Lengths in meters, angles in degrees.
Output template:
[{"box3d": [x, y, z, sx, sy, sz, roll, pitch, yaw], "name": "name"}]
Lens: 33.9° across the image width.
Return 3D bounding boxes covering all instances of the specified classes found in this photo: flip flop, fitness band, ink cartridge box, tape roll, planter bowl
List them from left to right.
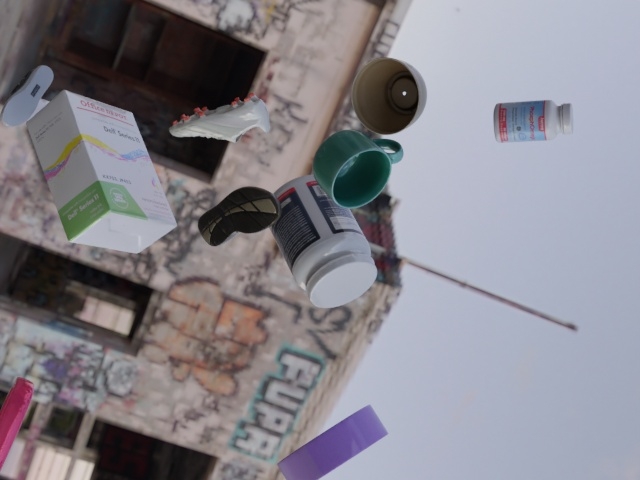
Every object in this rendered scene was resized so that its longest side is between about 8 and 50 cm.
[{"box3d": [-0.680, 0.433, 2.228, 0.291, 0.054, 0.209, -69, -166, -10], "name": "fitness band"}, {"box3d": [-0.442, -0.162, 2.067, 0.119, 0.207, 0.354, -34, -113, 23], "name": "ink cartridge box"}, {"box3d": [-0.184, -0.059, 2.449, 0.080, 0.112, 0.277, -27, -179, -43], "name": "flip flop"}, {"box3d": [0.031, 0.514, 2.586, 0.274, 0.090, 0.275, -32, 170, -6], "name": "tape roll"}, {"box3d": [0.161, -0.311, 2.233, 0.109, 0.162, 0.162, -21, 145, -56], "name": "planter bowl"}]

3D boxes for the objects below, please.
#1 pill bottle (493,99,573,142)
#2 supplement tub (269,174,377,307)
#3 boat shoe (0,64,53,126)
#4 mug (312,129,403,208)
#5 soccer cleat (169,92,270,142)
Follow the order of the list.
[{"box3d": [0.451, -0.253, 2.221, 0.087, 0.160, 0.087, -2, 90, -72], "name": "pill bottle"}, {"box3d": [0.000, 0.000, 2.433, 0.191, 0.191, 0.272, -57, -132, 38], "name": "supplement tub"}, {"box3d": [-0.525, -0.254, 1.860, 0.040, 0.049, 0.142, -2, -132, 41], "name": "boat shoe"}, {"box3d": [0.061, -0.137, 1.926, 0.097, 0.157, 0.130, 47, -57, 39], "name": "mug"}, {"box3d": [-0.183, -0.205, 1.884, 0.196, 0.076, 0.068, -12, -159, 24], "name": "soccer cleat"}]
